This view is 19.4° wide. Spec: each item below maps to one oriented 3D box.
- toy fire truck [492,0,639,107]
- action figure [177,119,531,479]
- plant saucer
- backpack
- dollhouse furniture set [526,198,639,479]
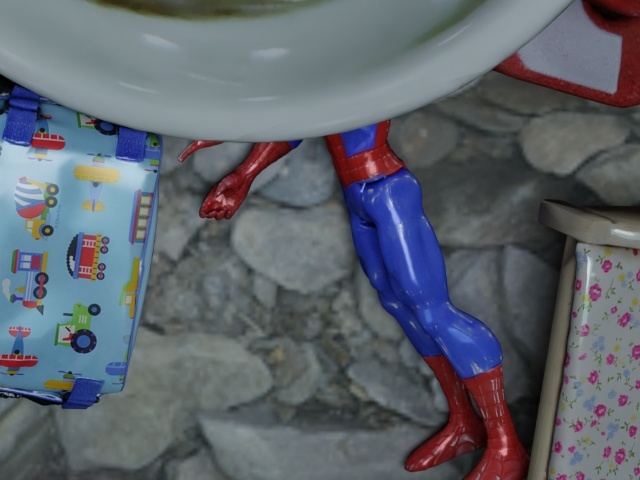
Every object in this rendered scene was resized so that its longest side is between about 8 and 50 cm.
[{"bbox_3d":[0.188,-0.203,0.855,0.254,0.169,0.302,11,102,-31],"label":"toy fire truck"},{"bbox_3d":[0.000,0.000,0.888,0.139,0.091,0.280,-20,105,-17],"label":"action figure"},{"bbox_3d":[-0.041,-0.240,0.737,0.401,0.100,0.400,7,116,15],"label":"plant saucer"},{"bbox_3d":[-0.168,-0.010,0.841,0.173,0.117,0.158,11,101,-17],"label":"backpack"},{"bbox_3d":[0.221,0.044,0.842,0.356,0.174,0.303,-1,106,-28],"label":"dollhouse furniture set"}]
